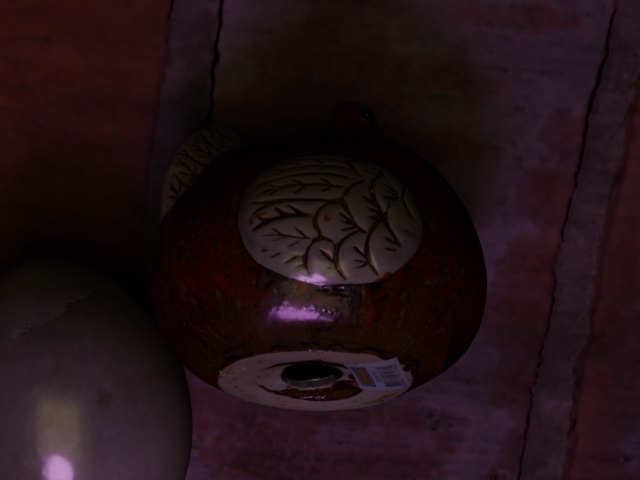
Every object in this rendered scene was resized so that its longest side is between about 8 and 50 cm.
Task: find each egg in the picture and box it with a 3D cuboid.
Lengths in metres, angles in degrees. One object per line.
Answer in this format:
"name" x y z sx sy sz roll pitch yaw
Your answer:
"egg" -0.189 0.130 1.224 0.186 0.186 0.253 -10 113 -2

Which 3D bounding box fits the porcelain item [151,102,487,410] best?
"porcelain item" 0.000 0.000 1.204 0.252 0.253 0.253 -2 113 -6
